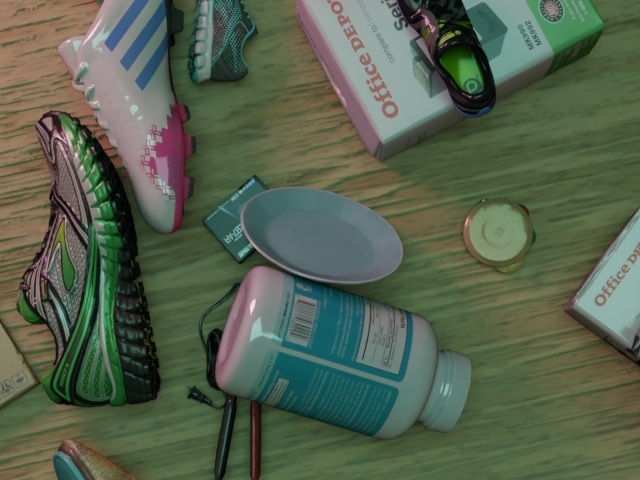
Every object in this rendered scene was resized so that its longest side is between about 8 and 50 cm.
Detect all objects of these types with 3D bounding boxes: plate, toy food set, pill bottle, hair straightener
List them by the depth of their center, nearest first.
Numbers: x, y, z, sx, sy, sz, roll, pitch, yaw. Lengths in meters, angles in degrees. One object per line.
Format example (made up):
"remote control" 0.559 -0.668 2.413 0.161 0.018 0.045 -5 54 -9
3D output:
"pill bottle" 0.028 0.132 1.753 0.264 0.146 0.146 19 83 -10
"plate" 0.000 0.000 1.787 0.188 0.188 0.024 18 121 2
"hair straightener" -0.109 0.162 1.811 0.089 0.047 0.230 1 82 0
"toy food set" 0.207 -0.009 1.846 0.083 0.020 0.082 25 83 4

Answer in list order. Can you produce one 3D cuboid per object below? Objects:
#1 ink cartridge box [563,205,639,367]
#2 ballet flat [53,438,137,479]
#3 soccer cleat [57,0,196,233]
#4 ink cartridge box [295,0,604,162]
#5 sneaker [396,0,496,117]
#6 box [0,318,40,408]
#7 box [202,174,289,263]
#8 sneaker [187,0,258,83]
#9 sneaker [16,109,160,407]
"ink cartridge box" 0.401 0.077 1.801 0.208 0.087 0.153 37 85 4
"ballet flat" -0.178 0.364 1.763 0.123 0.123 0.348 -26 83 -3
"soccer cleat" -0.225 -0.164 1.817 0.143 0.116 0.331 -2 74 -16
"ink cartridge box" 0.143 -0.250 1.826 0.289 0.121 0.211 -29 84 -3
"sneaker" 0.140 -0.223 1.722 0.067 0.078 0.188 -26 84 -3
"box" -0.449 0.148 1.828 0.201 0.021 0.164 -32 84 -3
"box" -0.085 -0.024 1.850 0.083 0.018 0.067 -41 84 -5
"sneaker" -0.109 -0.260 1.868 0.076 0.065 0.166 8 86 -15
"sneaker" -0.279 0.021 1.788 0.146 0.134 0.343 -10 83 0
